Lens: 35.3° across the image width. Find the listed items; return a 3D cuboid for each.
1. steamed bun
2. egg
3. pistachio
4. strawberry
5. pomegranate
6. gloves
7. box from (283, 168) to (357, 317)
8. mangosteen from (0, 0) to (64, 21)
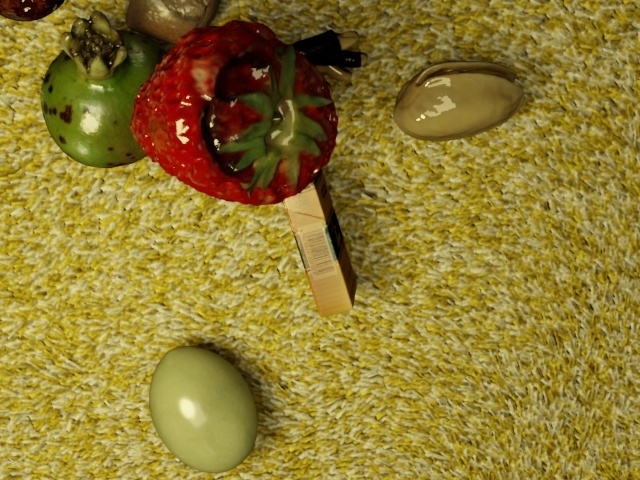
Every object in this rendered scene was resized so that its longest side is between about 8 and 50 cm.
[{"bbox_3d":[-0.243,-0.421,1.705,0.145,0.106,0.175,20,88,-3],"label":"steamed bun"},{"bbox_3d":[-0.215,0.310,1.852,0.186,0.186,0.253,-23,104,10],"label":"egg"},{"bbox_3d":[0.232,-0.240,1.718,0.223,0.126,0.152,-15,136,3],"label":"pistachio"},{"bbox_3d":[-0.136,-0.199,1.525,0.292,0.310,0.292,-21,128,-29],"label":"strawberry"},{"bbox_3d":[-0.362,-0.240,1.663,0.242,0.306,0.242,0,89,10],"label":"pomegranate"},{"bbox_3d":[-0.055,-0.251,1.699,0.301,0.197,0.152,-30,126,7],"label":"gloves"},{"bbox_3d":[-0.001,0.000,1.777,0.070,0.152,0.237,-14,102,9],"label":"box"},{"bbox_3d":[-0.510,-0.462,1.704,0.172,0.172,0.184,-45,80,13],"label":"mangosteen"}]
